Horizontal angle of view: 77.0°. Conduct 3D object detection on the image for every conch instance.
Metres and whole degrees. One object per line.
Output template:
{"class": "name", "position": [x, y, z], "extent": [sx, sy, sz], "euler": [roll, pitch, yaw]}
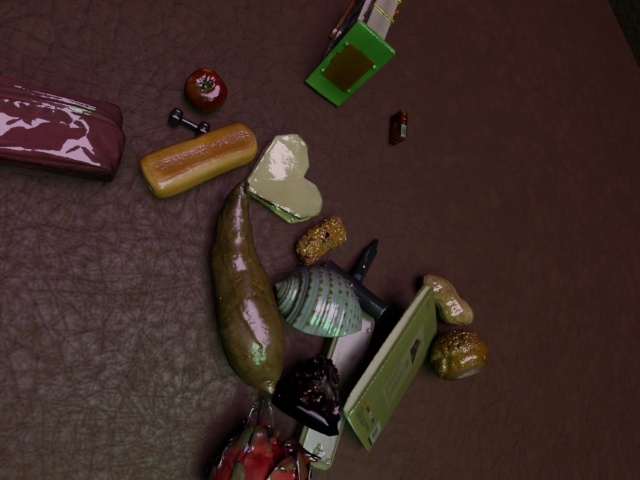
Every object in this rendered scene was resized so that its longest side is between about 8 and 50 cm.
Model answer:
{"class": "conch", "position": [0.004, 0.118, 0.851], "extent": [0.200, 0.172, 0.131], "euler": [3, 93, -16]}

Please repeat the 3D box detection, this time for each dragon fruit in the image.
{"class": "dragon fruit", "position": [-0.114, 0.444, 0.742], "extent": [0.193, 0.192, 0.273], "euler": [-2, 85, -49]}

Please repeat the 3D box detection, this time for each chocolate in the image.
{"class": "chocolate", "position": [-0.010, 0.296, 0.809], "extent": [0.156, 0.156, 0.133], "euler": [39, 58, -18]}

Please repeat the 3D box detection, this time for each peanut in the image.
{"class": "peanut", "position": [0.335, 0.162, 1.076], "extent": [0.193, 0.089, 0.089], "euler": [46, 65, -10]}

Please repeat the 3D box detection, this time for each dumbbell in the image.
{"class": "dumbbell", "position": [-0.272, -0.243, 0.838], "extent": [0.083, 0.040, 0.036], "euler": [23, 43, -23]}

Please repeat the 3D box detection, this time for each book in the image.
{"class": "book", "position": [0.177, 0.299, 0.932], "extent": [0.352, 0.035, 0.239], "euler": [-48, 140, -28]}

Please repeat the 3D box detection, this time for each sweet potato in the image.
{"class": "sweet potato", "position": [-0.153, 0.095, 0.807], "extent": [0.131, 0.130, 0.422], "euler": [-7, 85, -28]}

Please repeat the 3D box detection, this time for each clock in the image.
{"class": "clock", "position": [0.099, -0.497, 0.973], "extent": [0.106, 0.220, 0.255], "euler": [31, 62, -22]}

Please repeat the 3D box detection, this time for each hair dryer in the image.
{"class": "hair dryer", "position": [0.119, 0.075, 0.969], "extent": [0.173, 0.050, 0.195], "euler": [41, 52, 11]}

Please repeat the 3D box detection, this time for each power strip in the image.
{"class": "power strip", "position": [0.036, 0.305, 0.912], "extent": [0.092, 0.066, 0.387], "euler": [25, 74, -16]}

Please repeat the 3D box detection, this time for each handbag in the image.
{"class": "handbag", "position": [-0.453, -0.182, 0.674], "extent": [0.225, 0.146, 0.135], "euler": [7, 83, -25]}

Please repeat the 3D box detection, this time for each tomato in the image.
{"class": "tomato", "position": [-0.240, -0.312, 0.845], "extent": [0.087, 0.075, 0.087], "euler": [1, 87, -13]}

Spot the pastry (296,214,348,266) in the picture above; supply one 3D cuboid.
{"class": "pastry", "position": [0.000, 0.000, 0.939], "extent": [0.140, 0.056, 0.080], "euler": [-29, 104, -34]}

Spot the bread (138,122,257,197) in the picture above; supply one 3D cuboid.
{"class": "bread", "position": [-0.242, -0.164, 0.822], "extent": [0.239, 0.074, 0.092], "euler": [-30, 86, -29]}

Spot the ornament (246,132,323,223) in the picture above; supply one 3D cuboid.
{"class": "ornament", "position": [-0.093, -0.136, 0.910], "extent": [0.180, 0.059, 0.201], "euler": [-13, 87, -27]}

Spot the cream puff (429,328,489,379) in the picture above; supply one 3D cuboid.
{"class": "cream puff", "position": [0.353, 0.290, 1.035], "extent": [0.150, 0.165, 0.115], "euler": [-17, 58, -6]}

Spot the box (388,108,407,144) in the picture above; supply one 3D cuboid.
{"class": "box", "position": [0.211, -0.307, 1.092], "extent": [0.023, 0.051, 0.082], "euler": [10, 79, -27]}
